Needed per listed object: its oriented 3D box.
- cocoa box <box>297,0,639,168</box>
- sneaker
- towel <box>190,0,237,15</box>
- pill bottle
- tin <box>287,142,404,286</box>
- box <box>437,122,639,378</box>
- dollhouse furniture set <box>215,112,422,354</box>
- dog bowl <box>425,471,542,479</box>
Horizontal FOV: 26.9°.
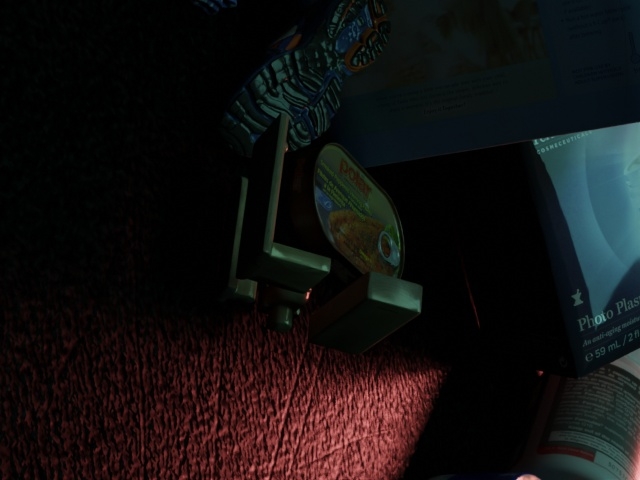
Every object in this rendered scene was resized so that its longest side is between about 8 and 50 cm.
[{"bbox_3d":[0.183,-0.221,1.294,0.228,0.347,0.231,-34,113,-59],"label":"cocoa box"},{"bbox_3d":[-0.023,-0.143,1.175,0.221,0.087,0.083,-46,117,-36],"label":"sneaker"},{"bbox_3d":[-0.167,-0.333,1.017,0.336,0.040,0.243,22,61,-61],"label":"towel"},{"bbox_3d":[0.324,0.241,1.622,0.161,0.161,0.283,67,31,-24],"label":"pill bottle"},{"bbox_3d":[0.026,-0.019,1.275,0.190,0.040,0.106,44,49,-49],"label":"tin"},{"bbox_3d":[0.318,-0.036,1.546,0.296,0.183,0.294,-23,103,-26],"label":"box"},{"bbox_3d":[0.000,0.000,1.105,0.151,0.144,0.123,16,62,-20],"label":"dollhouse furniture set"},{"bbox_3d":[0.174,0.370,1.364,0.265,0.104,0.265,28,57,-57],"label":"dog bowl"}]
